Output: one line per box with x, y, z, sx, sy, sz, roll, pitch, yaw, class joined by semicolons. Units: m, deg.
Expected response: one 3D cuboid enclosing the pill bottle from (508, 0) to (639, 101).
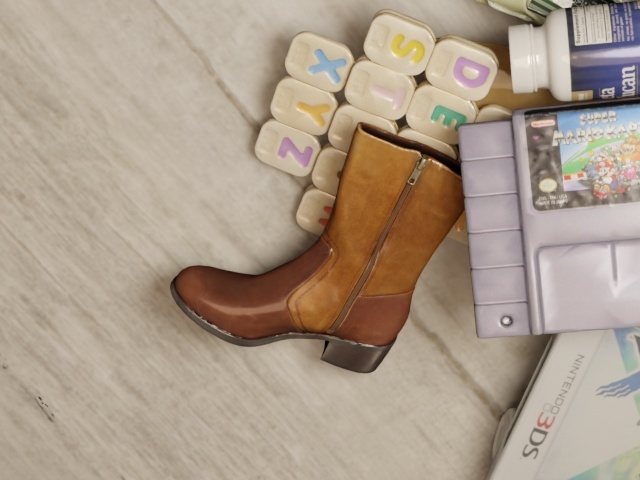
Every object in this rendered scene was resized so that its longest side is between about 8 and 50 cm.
0.274;-0.188;1.545;0.169;0.094;0.094;-4;106;9;pill bottle

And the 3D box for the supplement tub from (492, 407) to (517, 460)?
0.256;0.238;1.771;0.107;0.071;0.071;17;105;-4;supplement tub

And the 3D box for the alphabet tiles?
0.077;-0.103;1.651;0.278;0.021;0.284;22;124;0;alphabet tiles

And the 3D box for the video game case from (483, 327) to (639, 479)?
0.379;0.218;1.690;0.329;0.036;0.300;19;116;-4;video game case

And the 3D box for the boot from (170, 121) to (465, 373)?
0.000;0.000;1.652;0.264;0.096;0.280;21;123;-6;boot

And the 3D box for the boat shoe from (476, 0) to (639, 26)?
0.216;-0.283;1.612;0.302;0.094;0.109;23;105;-6;boat shoe

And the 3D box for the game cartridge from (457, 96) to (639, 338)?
0.321;-0.028;1.545;0.355;0.068;0.230;-5;100;10;game cartridge

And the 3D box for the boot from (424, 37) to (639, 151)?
0.243;-0.099;1.674;0.269;0.089;0.236;4;110;5;boot
